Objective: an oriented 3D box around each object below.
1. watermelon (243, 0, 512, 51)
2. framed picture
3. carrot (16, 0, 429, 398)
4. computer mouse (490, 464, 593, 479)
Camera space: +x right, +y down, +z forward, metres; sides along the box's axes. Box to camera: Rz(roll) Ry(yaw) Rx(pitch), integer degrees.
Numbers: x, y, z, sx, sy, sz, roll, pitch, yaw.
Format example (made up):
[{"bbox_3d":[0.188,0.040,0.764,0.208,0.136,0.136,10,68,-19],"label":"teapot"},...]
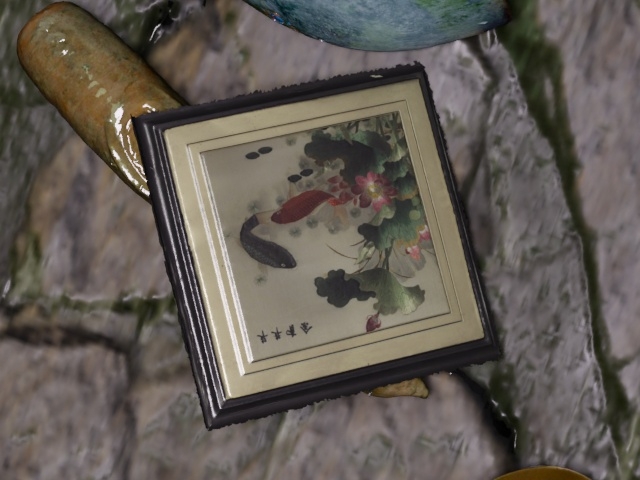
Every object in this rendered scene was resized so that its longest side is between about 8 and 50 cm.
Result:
[{"bbox_3d":[-0.022,-0.249,1.101,0.188,0.175,0.322,-26,88,6],"label":"watermelon"},{"bbox_3d":[0.000,0.000,1.144,0.195,0.010,0.199,-13,85,-15],"label":"framed picture"},{"bbox_3d":[-0.059,-0.019,1.170,0.342,0.070,0.070,44,96,2],"label":"carrot"},{"bbox_3d":[0.168,0.291,1.152,0.158,0.072,0.310,-29,88,5],"label":"computer mouse"}]
